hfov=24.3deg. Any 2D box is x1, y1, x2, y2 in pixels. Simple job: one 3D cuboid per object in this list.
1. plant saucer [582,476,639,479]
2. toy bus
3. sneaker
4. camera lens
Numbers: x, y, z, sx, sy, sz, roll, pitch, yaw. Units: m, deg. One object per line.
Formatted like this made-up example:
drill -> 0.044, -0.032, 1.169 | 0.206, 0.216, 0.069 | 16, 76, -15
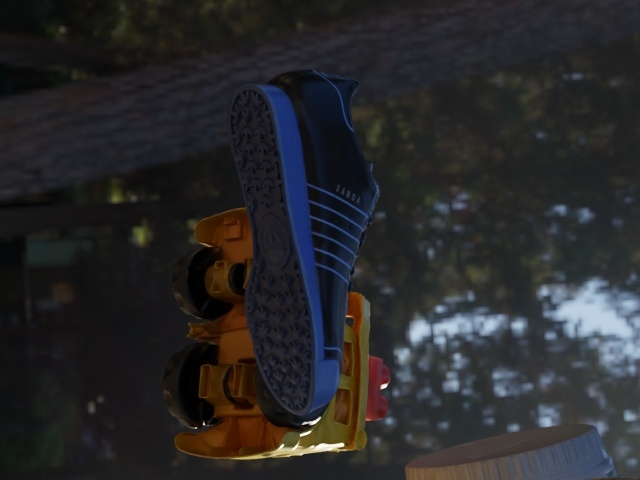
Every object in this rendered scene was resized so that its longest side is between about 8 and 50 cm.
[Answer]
plant saucer -> 0.155, 0.151, 0.833 | 0.083, 0.083, 0.015 | 107, -19, -63
toy bus -> -0.018, 0.094, 1.360 | 0.149, 0.211, 0.220 | -8, -105, 43
sneaker -> 0.000, 0.000, 1.008 | 0.081, 0.090, 0.232 | 13, -68, 51
camera lens -> 0.209, 0.338, 1.479 | 0.219, 0.219, 0.274 | 157, -78, -79
